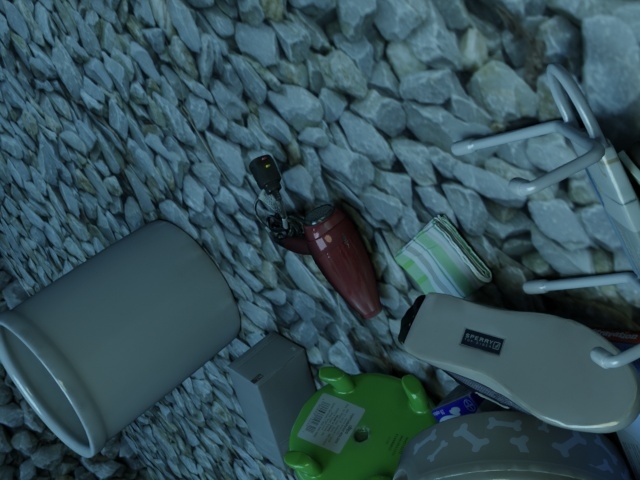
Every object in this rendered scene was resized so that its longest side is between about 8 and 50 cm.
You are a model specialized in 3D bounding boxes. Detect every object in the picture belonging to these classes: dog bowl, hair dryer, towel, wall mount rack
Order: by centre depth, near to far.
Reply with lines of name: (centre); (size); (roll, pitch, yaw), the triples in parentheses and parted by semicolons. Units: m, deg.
wall mount rack: (0.266, -0.017, 1.102); (0.350, 0.130, 0.304); (62, -175, -13)
dog bowl: (0.256, 0.347, 1.356); (0.348, 0.102, 0.349); (4, 140, 3)
towel: (0.165, 0.036, 1.399); (0.113, 0.023, 0.152); (51, 151, 5)
hair dryer: (0.000, 0.000, 1.579); (0.293, 0.080, 0.223); (50, 167, 17)

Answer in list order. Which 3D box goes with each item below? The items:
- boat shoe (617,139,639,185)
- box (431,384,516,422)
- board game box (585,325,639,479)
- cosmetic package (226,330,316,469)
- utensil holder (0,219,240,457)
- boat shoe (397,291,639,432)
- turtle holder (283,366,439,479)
boat shoe: (0.382, -0.028, 0.967); (0.069, 0.081, 0.228); (-50, 59, 16)
box: (0.251, 0.270, 1.478); (0.137, 0.072, 0.126); (51, 152, 3)
board game box: (0.420, 0.231, 1.235); (0.145, 0.027, 0.281); (4, 125, 56)
cosmetic package: (-0.080, 0.308, 1.949); (0.107, 0.127, 0.238); (22, 137, 44)
utensil holder: (-0.397, 0.185, 2.009); (0.327, 0.385, 0.328); (36, 146, 29)
boat shoe: (0.270, 0.159, 1.273); (0.340, 0.127, 0.158); (22, 174, 44)
turtle holder: (0.119, 0.347, 1.636); (0.320, 0.243, 0.227); (-10, 139, 16)
